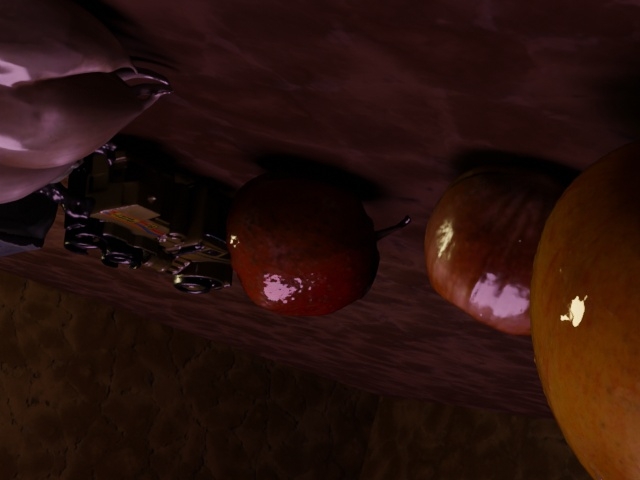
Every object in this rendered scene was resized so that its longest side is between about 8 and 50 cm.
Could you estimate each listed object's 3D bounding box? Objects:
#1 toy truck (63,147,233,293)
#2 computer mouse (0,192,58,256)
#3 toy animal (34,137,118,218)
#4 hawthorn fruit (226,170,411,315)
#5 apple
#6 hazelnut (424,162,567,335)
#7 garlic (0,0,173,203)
[{"bbox_3d":[-0.177,-0.026,1.300,0.127,0.127,0.257,-9,158,30],"label":"toy truck"},{"bbox_3d":[-0.464,-0.078,1.228,0.114,0.203,0.374,-15,155,38],"label":"computer mouse"},{"bbox_3d":[-0.284,-0.091,1.124,0.121,0.094,0.225,22,-174,-31],"label":"toy animal"},{"bbox_3d":[0.000,0.000,1.157,0.194,0.157,0.157,-8,167,0],"label":"hawthorn fruit"},{"bbox_3d":[0.285,0.055,0.725,0.299,0.299,0.275,5,137,39],"label":"apple"},{"bbox_3d":[0.167,0.005,0.973,0.150,0.150,0.150,14,168,3],"label":"hazelnut"},{"bbox_3d":[-0.277,-0.144,0.906,0.292,0.210,0.237,27,129,-32],"label":"garlic"}]
